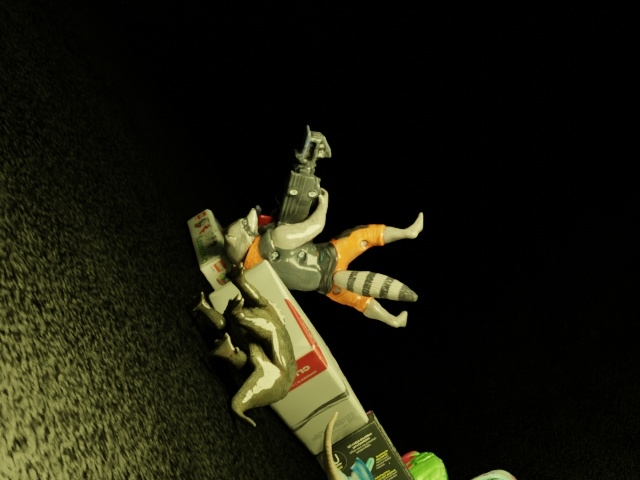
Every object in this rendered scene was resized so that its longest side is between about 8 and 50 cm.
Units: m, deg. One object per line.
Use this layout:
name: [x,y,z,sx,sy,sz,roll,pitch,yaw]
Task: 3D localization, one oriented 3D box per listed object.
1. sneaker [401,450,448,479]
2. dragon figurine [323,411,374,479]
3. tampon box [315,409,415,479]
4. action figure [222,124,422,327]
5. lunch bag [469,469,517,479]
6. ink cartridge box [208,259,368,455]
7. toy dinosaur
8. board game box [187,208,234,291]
sneaker: [0.211,0.554,2.081,0.202,0.185,0.483,55,1,6]
dragon figurine: [0.043,0.369,1.441,0.289,0.085,0.144,63,-3,-11]
tampon box: [0.081,0.398,1.753,0.161,0.120,0.101,59,1,-1]
action figure: [0.000,0.000,1.667,0.179,0.330,0.341,-85,-178,-56]
lunch bag: [0.241,0.512,1.620,0.224,0.279,0.108,61,5,14]
ink cartridge box: [-0.047,0.192,1.626,0.197,0.114,0.273,58,0,40]
toy dinosaur: [-0.082,0.135,1.331,0.160,0.121,0.313,43,5,-32]
board game box: [-0.132,0.107,1.833,0.305,0.053,0.193,59,1,-28]
